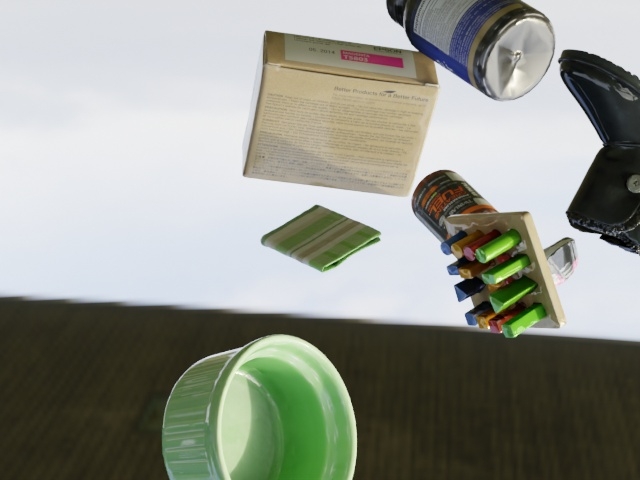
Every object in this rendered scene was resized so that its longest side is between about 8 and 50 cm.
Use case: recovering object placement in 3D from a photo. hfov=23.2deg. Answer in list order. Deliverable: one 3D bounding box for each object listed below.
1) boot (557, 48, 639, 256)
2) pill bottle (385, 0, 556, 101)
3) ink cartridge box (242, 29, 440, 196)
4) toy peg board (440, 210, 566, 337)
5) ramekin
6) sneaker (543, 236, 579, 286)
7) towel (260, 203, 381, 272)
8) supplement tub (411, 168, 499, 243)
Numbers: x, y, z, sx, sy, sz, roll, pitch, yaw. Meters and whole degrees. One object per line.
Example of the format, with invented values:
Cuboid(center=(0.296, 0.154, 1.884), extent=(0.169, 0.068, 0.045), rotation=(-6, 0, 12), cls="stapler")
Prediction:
Cuboid(center=(0.388, -0.117, 2.117), extent=(0.246, 0.207, 0.094), rotation=(32, 172, -16), cls="boot")
Cuboid(center=(0.183, -0.272, 1.957), extent=(0.123, 0.122, 0.219), rotation=(-10, -145, -34), cls="pill bottle")
Cuboid(center=(0.023, -0.166, 2.071), extent=(0.235, 0.193, 0.088), rotation=(7, -141, -9), cls="ink cartridge box")
Cuboid(center=(0.220, 0.052, 2.044), extent=(0.079, 0.161, 0.161), rotation=(-28, -166, -32), cls="toy peg board")
Cuboid(center=(-0.098, 0.302, 2.372), extent=(0.148, 0.303, 0.303), rotation=(-12, -176, 42), cls="ramekin")
Cuboid(center=(0.332, 0.043, 2.472), extent=(0.178, 0.072, 0.077), rotation=(-31, -141, -27), cls="sneaker")
Cuboid(center=(0.000, 0.000, 2.177), extent=(0.113, 0.023, 0.152), rotation=(-31, -147, -25), cls="towel")
Cuboid(center=(0.238, -0.031, 2.565), extent=(0.106, 0.106, 0.198), rotation=(-8, -147, -27), cls="supplement tub")
